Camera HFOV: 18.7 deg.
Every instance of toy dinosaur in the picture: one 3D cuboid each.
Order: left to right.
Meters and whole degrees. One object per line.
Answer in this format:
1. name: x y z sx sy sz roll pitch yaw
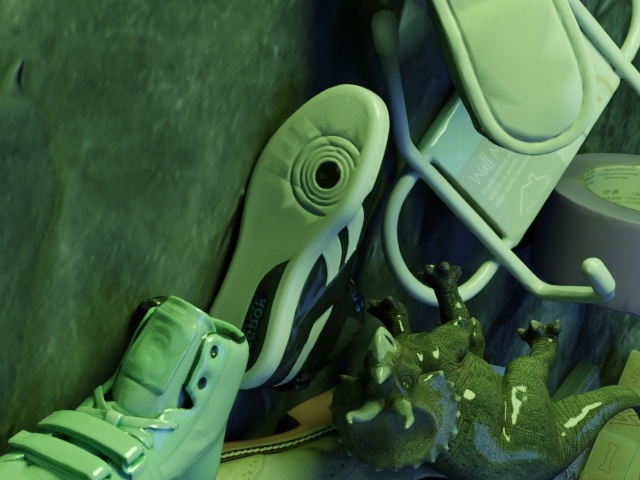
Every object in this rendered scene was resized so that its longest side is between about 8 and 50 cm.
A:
1. toy dinosaur: 0.109 0.118 1.404 0.313 0.121 0.160 28 52 -38

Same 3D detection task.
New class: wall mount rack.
1. wall mount rack: 0.153 -0.129 1.438 0.304 0.130 0.350 46 65 -26

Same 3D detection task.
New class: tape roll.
1. tape roll: 0.274 -0.006 1.629 0.189 0.189 0.080 -21 126 -51

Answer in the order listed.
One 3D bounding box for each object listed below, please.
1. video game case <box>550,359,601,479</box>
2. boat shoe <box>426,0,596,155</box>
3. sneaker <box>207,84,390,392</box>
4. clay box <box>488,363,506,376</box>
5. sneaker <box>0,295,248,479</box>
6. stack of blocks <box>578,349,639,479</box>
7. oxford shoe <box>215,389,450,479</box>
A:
1. video game case: 0.222 0.272 1.877 0.196 0.026 0.274 -48 145 -30
2. boat shoe: 0.100 -0.213 1.277 0.099 0.116 0.319 -107 180 -82
3. sneaker: 0.000 0.000 1.324 0.121 0.079 0.217 12 106 -62
4. clay box: 0.120 0.212 1.591 0.127 0.053 0.222 15 76 -59
5. sneaker: -0.132 0.103 1.152 0.256 0.094 0.151 -10 120 -64
6. stack of blocks: 0.313 0.273 1.910 0.171 0.087 0.297 29 83 -59
7. oxford shoe: -0.024 0.215 1.336 0.397 0.146 0.140 -30 133 -46
